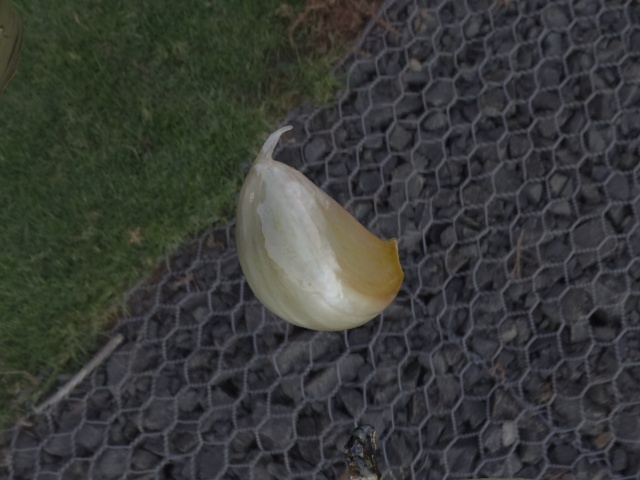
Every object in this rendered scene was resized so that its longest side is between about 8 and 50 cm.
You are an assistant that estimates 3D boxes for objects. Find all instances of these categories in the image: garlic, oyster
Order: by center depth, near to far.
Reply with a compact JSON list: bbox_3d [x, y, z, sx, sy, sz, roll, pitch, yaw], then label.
[{"bbox_3d":[0.039,0.180,0.713,0.019,0.083,0.054,-23,108,15],"label":"oyster"},{"bbox_3d":[-0.011,0.008,0.977,0.145,0.245,0.164,14,64,51],"label":"garlic"}]

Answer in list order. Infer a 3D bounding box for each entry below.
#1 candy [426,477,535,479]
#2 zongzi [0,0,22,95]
[{"bbox_3d":[0.154,0.378,0.997,0.135,0.320,0.180,28,106,53],"label":"candy"},{"bbox_3d":[-0.181,-0.030,0.353,0.256,0.115,0.228,23,61,37],"label":"zongzi"}]
